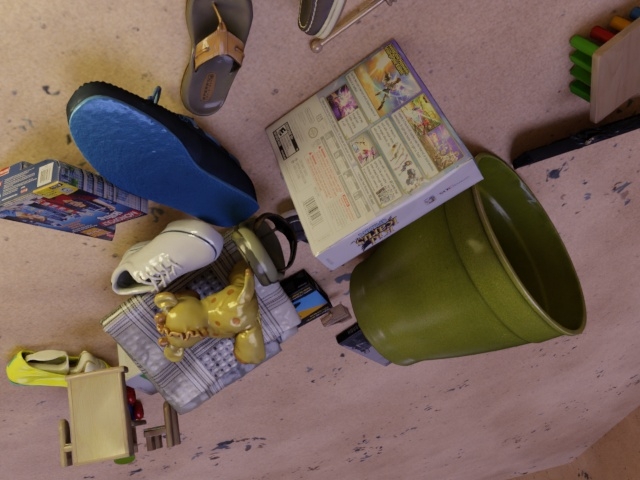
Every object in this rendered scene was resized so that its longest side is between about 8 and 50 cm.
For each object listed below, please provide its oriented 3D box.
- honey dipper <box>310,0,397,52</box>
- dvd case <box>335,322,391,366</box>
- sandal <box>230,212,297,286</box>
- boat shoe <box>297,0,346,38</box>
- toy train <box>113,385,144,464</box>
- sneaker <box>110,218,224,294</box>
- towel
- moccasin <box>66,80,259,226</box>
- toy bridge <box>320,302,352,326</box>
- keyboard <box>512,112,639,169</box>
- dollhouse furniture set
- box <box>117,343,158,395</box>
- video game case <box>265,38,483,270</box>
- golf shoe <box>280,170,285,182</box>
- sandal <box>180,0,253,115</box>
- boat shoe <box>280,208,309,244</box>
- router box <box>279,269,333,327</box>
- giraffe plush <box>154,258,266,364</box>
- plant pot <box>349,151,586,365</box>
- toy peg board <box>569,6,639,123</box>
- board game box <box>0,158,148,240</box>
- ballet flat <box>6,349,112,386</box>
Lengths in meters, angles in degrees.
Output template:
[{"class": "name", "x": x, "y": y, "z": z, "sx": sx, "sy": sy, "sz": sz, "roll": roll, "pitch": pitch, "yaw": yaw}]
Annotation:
[{"class": "honey dipper", "x": 0.053, "y": -0.312, "z": 0.892, "sx": 0.160, "sy": 0.030, "sz": 0.030, "roll": -33, "pitch": 142, "yaw": 18}, {"class": "dvd case", "x": 0.175, "y": 0.243, "z": 1.635, "sx": 0.179, "sy": 0.030, "sz": 0.238, "roll": -36, "pitch": 142, "yaw": 17}, {"class": "sandal", "x": -0.077, "y": 0.007, "z": 1.034, "sx": 0.086, "sy": 0.303, "sz": 0.120, "roll": -38, "pitch": 97, "yaw": 0}, {"class": "boat shoe", "x": -0.002, "y": -0.375, "z": 0.733, "sx": 0.092, "sy": 0.103, "sz": 0.285, "roll": -1, "pitch": 135, "yaw": -18}, {"class": "toy train", "x": -0.459, "y": 0.455, "z": 1.485, "sx": 0.105, "sy": 0.143, "sz": 0.248, "roll": -13, "pitch": 142, "yaw": -11}, {"class": "sneaker", "x": -0.251, "y": 0.041, "z": 1.035, "sx": 0.094, "sy": 0.091, "sz": 0.258, "roll": 40, "pitch": 141, "yaw": -26}, {"class": "towel", "x": -0.206, "y": 0.168, "z": 1.220, "sx": 0.312, "sy": 0.056, "sz": 0.324, "roll": -35, "pitch": 132, "yaw": -11}, {"class": "moccasin", "x": -0.224, "y": -0.124, "z": 0.917, "sx": 0.137, "sy": 0.117, "sz": 0.342, "roll": -28, "pitch": 147, "yaw": 15}, {"class": "toy bridge", "x": 0.031, "y": 0.169, "z": 1.412, "sx": 0.063, "sy": 0.026, "sz": 0.188, "roll": -27, "pitch": 168, "yaw": 2}, {"class": "keyboard", "x": 0.526, "y": -0.201, "z": 1.192, "sx": 0.317, "sy": 0.033, "sz": 0.201, "roll": -19, "pitch": 180, "yaw": -6}, {"class": "dollhouse furniture set", "x": -0.407, "y": 0.345, "z": 1.261, "sx": 0.212, "sy": 0.161, "sz": 0.242, "roll": -9, "pitch": 166, "yaw": -7}, {"class": "box", "x": -0.351, "y": 0.247, "z": 1.317, "sx": 0.087, "sy": 0.102, "sz": 0.101, "roll": -28, "pitch": 143, "yaw": 13}, {"class": "video game case", "x": 0.064, "y": -0.128, "z": 0.923, "sx": 0.244, "sy": 0.270, "sz": 0.061, "roll": -33, "pitch": 143, "yaw": 15}, {"class": "golf shoe", "x": -0.006, "y": -0.080, "z": 1.115, "sx": 0.186, "sy": 0.067, "sz": 0.086, "roll": 21, "pitch": 128, "yaw": -43}, {"class": "sandal", "x": -0.141, "y": -0.247, "z": 0.848, "sx": 0.090, "sy": 0.060, "sz": 0.219, "roll": 0, "pitch": 138, "yaw": -27}, {"class": "boat shoe", "x": 0.000, "y": 0.000, "z": 1.201, "sx": 0.075, "sy": 0.065, "sz": 0.206, "roll": -29, "pitch": 151, "yaw": 28}, {"class": "router box", "x": -0.078, "y": 0.147, "z": 1.376, "sx": 0.178, "sy": 0.046, "sz": 0.133, "roll": -29, "pitch": 142, "yaw": 9}, {"class": "giraffe plush", "x": -0.187, "y": 0.131, "z": 1.077, "sx": 0.170, "sy": 0.182, "sz": 0.210, "roll": -8, "pitch": 180, "yaw": -7}, {"class": "plant pot", "x": 0.257, "y": 0.077, "z": 1.245, "sx": 0.353, "sy": 0.367, "sz": 0.366, "roll": -32, "pitch": 143, "yaw": 32}, {"class": "toy peg board", "x": 0.501, "y": -0.316, "z": 1.088, "sx": 0.160, "sy": 0.079, "sz": 0.161, "roll": -38, "pitch": 144, "yaw": -5}, {"class": "board game box", "x": -0.350, "y": -0.058, "z": 0.931, "sx": 0.194, "sy": 0.060, "sz": 0.194, "roll": -12, "pitch": 159, "yaw": 33}, {"class": "ballet flat", "x": -0.504, "y": 0.257, "z": 1.284, "sx": 0.231, "sy": 0.077, "sz": 0.077, "roll": 13, "pitch": 114, "yaw": -35}]
